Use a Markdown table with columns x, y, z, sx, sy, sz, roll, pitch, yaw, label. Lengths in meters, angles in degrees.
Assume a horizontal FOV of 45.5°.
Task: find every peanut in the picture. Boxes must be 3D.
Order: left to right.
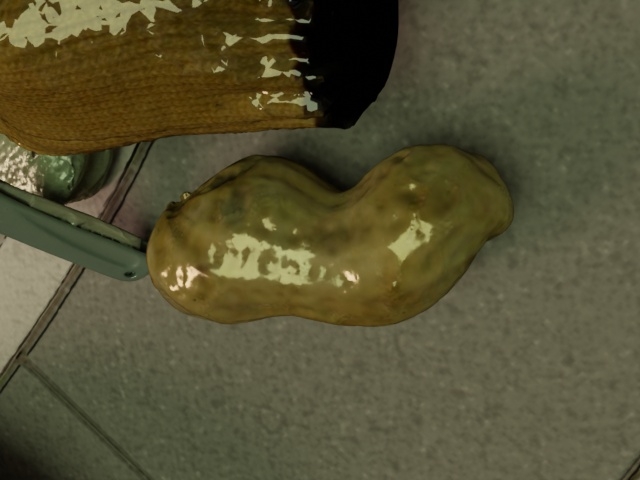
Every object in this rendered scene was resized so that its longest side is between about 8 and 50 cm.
| x | y | z | sx | sy | sz | roll | pitch | yaw | label |
| --- | --- | --- | --- | --- | --- | --- | --- | --- | --- |
| 0.000 | 0.000 | 0.462 | 0.229 | 0.098 | 0.103 | -3 | 137 | 17 | peanut |

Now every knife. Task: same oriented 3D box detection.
| x | y | z | sx | sy | sz | roll | pitch | yaw | label |
| --- | --- | --- | --- | --- | --- | --- | --- | --- | --- |
| -0.177 | -0.012 | 0.502 | 0.044 | 0.023 | 0.162 | -33 | 138 | 29 | knife |

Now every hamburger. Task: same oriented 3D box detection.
| x | y | z | sx | sy | sz | roll | pitch | yaw | label |
| --- | --- | --- | --- | --- | --- | --- | --- | --- | --- |
| -0.209 | -0.080 | 0.528 | 0.133 | 0.062 | 0.140 | -13 | 103 | 23 | hamburger |

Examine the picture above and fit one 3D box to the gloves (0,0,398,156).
| x | y | z | sx | sy | sz | roll | pitch | yaw | label |
| --- | --- | --- | --- | --- | --- | --- | --- | --- | --- |
| -0.137 | -0.129 | 0.409 | 0.357 | 0.203 | 0.155 | 14 | 142 | 7 | gloves |
